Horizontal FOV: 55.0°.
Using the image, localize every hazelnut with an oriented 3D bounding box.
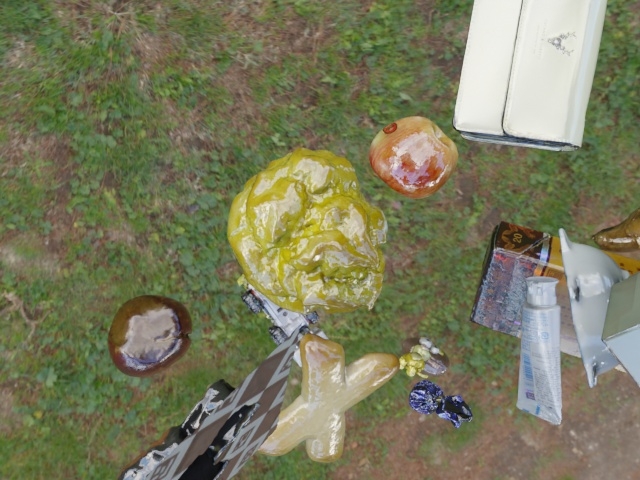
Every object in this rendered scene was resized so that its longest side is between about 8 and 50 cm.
[{"bbox_3d":[-0.459,0.250,1.653,0.234,0.218,0.217,-35,117,-17],"label":"hazelnut"}]

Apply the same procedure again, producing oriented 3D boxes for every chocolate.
[{"bbox_3d":[0.446,0.588,2.202,0.149,0.343,0.126,24,80,-16],"label":"chocolate"}]

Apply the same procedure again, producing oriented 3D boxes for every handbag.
[{"bbox_3d":[0.399,-0.359,1.157,0.237,0.160,0.358,11,94,17],"label":"handbag"}]

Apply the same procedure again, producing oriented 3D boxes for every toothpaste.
[{"bbox_3d":[0.461,0.227,1.289,0.073,0.114,0.298,-7,100,-32],"label":"toothpaste"}]

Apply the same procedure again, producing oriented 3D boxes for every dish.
[{"bbox_3d":[0.415,0.103,0.894,0.086,0.227,0.236,-13,125,24],"label":"dish"}]

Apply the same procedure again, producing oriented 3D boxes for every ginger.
[{"bbox_3d":[0.741,-0.044,1.337,0.133,0.309,0.107,-41,84,-19],"label":"ginger"}]

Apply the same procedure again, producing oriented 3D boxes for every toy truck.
[{"bbox_3d":[-0.099,0.184,1.592,0.136,0.111,0.285,-38,102,-15],"label":"toy truck"}]

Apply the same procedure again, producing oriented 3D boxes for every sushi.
[{"bbox_3d":[-0.119,0.182,0.509,0.231,0.047,0.219,-42,159,-34],"label":"sushi"}]

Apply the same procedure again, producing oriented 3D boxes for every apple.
[{"bbox_3d":[0.164,-0.144,1.073,0.131,0.146,0.146,-42,118,19],"label":"apple"}]

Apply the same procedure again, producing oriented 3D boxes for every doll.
[{"bbox_3d":[0.294,0.335,1.734,0.145,0.188,0.096,22,108,7],"label":"doll"}]

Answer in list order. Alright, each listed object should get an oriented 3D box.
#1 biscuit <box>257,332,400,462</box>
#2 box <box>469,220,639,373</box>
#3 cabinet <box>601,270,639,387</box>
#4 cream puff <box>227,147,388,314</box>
[{"bbox_3d":[0.006,0.234,0.881,0.164,0.047,0.207,17,113,-29],"label":"biscuit"},{"bbox_3d":[0.576,0.135,1.429,0.416,0.115,0.264,17,135,16],"label":"box"},{"bbox_3d":[0.451,0.088,0.676,0.145,0.150,0.206,51,128,-2],"label":"cabinet"},{"bbox_3d":[0.000,-0.001,1.186,0.291,0.257,0.324,-6,118,-40],"label":"cream puff"}]
